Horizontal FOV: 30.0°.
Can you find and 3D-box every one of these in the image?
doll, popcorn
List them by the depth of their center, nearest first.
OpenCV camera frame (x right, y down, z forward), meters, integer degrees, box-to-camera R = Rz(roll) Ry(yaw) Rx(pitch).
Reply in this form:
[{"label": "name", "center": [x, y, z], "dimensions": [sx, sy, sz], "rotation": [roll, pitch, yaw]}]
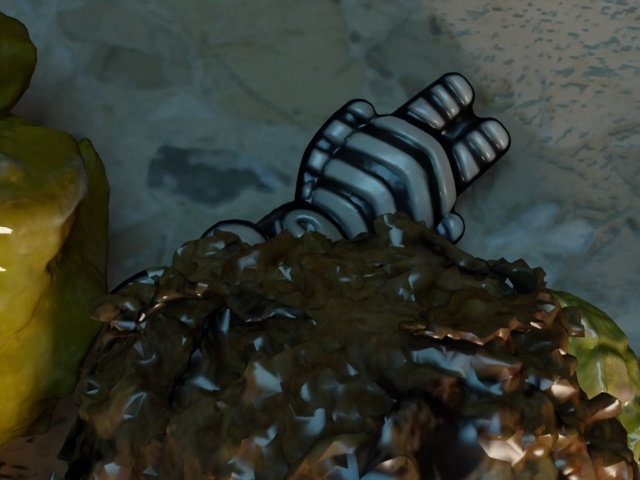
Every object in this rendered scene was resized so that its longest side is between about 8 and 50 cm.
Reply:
[{"label": "popcorn", "center": [0.104, 0.073, 0.551], "dimensions": [0.109, 0.089, 0.097], "rotation": [35, 96, 39]}, {"label": "doll", "center": [0.000, 0.000, 0.593], "dimensions": [0.219, 0.067, 0.091], "rotation": [-39, 94, -7]}]

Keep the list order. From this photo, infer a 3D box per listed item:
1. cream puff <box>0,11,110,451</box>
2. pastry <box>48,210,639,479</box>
[{"label": "cream puff", "center": [-0.213, 0.020, 0.519], "dimensions": [0.257, 0.291, 0.324], "rotation": [-23, 55, -34]}, {"label": "pastry", "center": [0.014, 0.119, 0.466], "dimensions": [0.275, 0.193, 0.274], "rotation": [1, 91, 42]}]
